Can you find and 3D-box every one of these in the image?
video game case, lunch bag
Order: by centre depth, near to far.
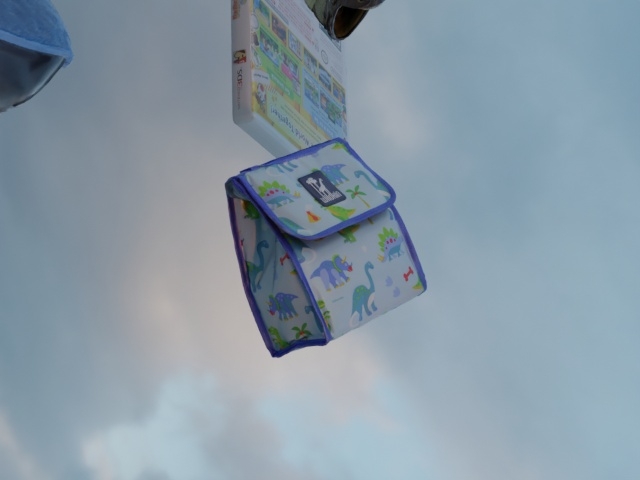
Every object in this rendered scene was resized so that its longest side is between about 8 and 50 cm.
[{"bbox_3d":[0.000,0.000,1.073,0.096,0.129,0.151,-22,-89,48],"label":"lunch bag"},{"bbox_3d":[-0.026,-0.165,1.268,0.026,0.227,0.206,-10,-112,21],"label":"video game case"}]

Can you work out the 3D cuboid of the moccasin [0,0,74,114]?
[{"bbox_3d":[-0.326,-0.153,0.870,0.117,0.342,0.137,-44,-138,25],"label":"moccasin"}]

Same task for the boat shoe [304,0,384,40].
[{"bbox_3d":[0.032,-0.191,0.956,0.049,0.056,0.152,62,-18,4],"label":"boat shoe"}]
